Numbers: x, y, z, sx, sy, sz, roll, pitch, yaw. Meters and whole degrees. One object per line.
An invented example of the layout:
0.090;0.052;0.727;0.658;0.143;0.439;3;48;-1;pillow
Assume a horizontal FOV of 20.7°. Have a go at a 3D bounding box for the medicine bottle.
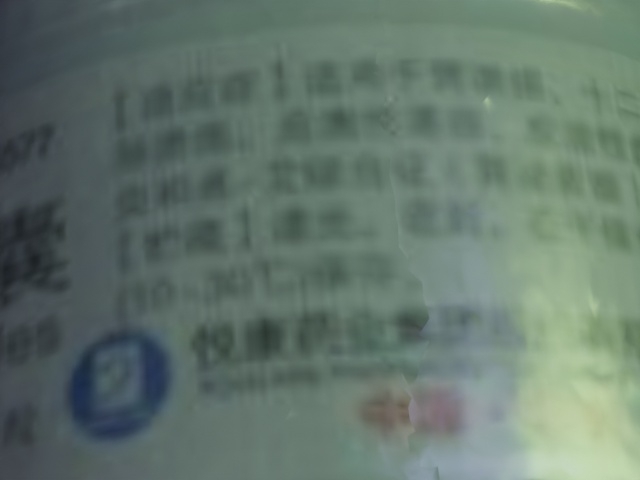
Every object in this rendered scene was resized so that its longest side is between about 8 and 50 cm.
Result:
0.000;0.000;0.472;0.245;0.245;0.306;10;61;-27;medicine bottle
